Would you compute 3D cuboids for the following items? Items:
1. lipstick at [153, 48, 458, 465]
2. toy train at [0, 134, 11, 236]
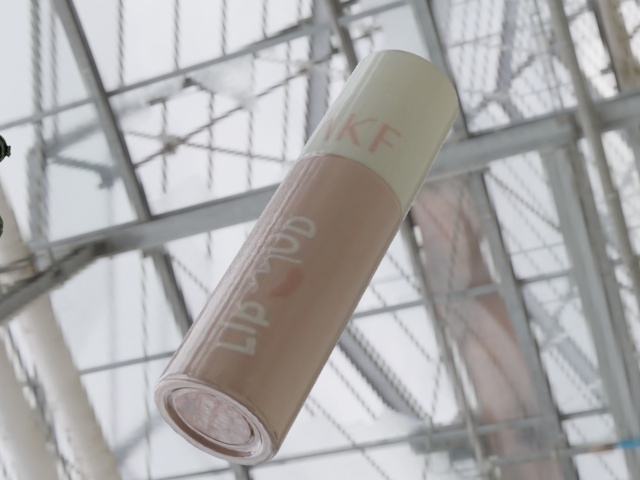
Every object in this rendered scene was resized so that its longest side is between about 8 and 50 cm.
[{"bbox_3d":[0.000,0.000,0.704,0.070,0.070,0.254,59,-135,-34],"label":"lipstick"},{"bbox_3d":[-0.298,-0.045,1.058,0.050,0.081,0.122,-10,-73,-72],"label":"toy train"}]
